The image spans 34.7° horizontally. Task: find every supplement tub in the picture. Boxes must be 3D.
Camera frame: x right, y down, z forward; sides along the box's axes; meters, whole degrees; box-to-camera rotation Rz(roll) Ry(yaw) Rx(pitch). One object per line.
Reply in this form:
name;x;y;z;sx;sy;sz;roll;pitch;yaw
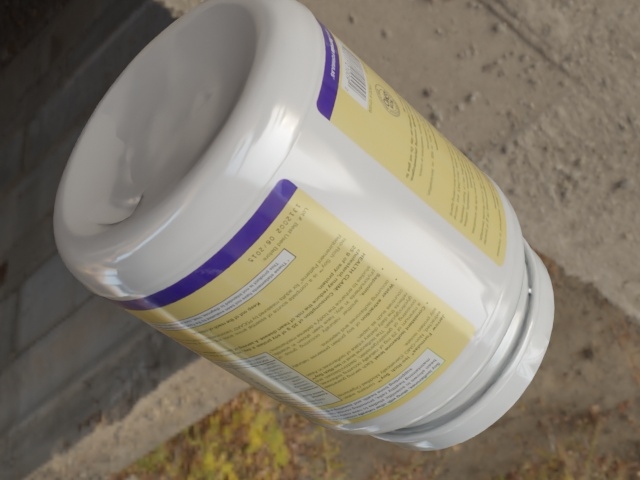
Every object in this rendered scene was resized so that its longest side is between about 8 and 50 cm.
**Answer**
supplement tub;0.000;0.000;0.768;0.241;0.241;0.331;-33;129;27
